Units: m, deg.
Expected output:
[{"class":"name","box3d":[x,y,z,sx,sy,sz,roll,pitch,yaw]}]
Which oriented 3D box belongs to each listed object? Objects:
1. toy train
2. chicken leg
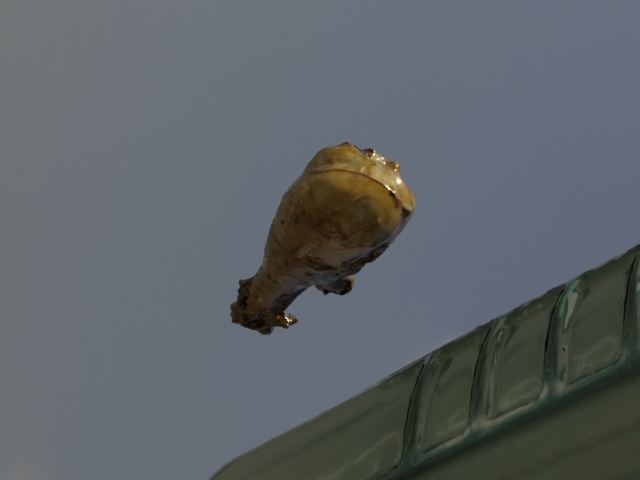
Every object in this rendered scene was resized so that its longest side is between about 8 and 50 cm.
[{"class":"toy train","box3d":[0.037,0.083,0.485,0.407,0.088,0.086,-33,-149,40]},{"class":"chicken leg","box3d":[-0.002,0.001,1.201,0.207,0.085,0.101,-48,-173,44]}]
